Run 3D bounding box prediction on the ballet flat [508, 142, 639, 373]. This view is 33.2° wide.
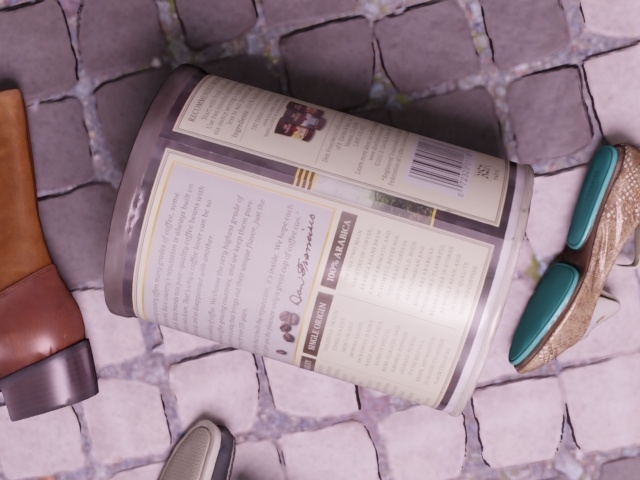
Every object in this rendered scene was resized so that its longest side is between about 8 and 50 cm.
[{"bbox_3d":[0.224,0.024,0.873,0.067,0.073,0.206,22,100,-11],"label":"ballet flat"}]

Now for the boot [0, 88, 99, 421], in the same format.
[{"bbox_3d":[-0.346,0.032,0.909,0.264,0.096,0.280,-16,92,6],"label":"boot"}]

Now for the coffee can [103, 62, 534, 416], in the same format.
[{"bbox_3d":[0.000,0.000,0.822,0.275,0.201,0.201,17,95,4],"label":"coffee can"}]

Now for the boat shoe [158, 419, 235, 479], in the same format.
[{"bbox_3d":[-0.109,0.270,0.925,0.079,0.084,0.233,13,88,-31],"label":"boat shoe"}]
